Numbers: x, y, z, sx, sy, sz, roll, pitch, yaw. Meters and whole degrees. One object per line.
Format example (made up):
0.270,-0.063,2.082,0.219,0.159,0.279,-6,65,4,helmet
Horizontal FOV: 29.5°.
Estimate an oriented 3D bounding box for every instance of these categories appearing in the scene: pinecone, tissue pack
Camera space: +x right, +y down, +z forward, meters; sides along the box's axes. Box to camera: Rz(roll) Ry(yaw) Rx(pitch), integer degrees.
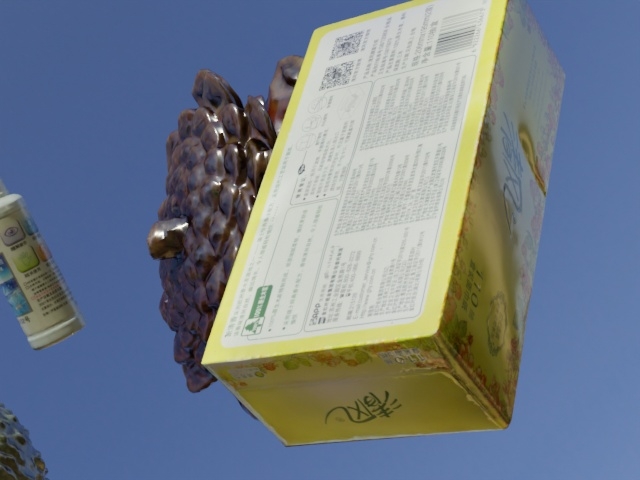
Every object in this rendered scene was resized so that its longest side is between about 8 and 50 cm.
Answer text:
0.000,0.000,0.670,0.208,0.208,0.207,-15,-60,-28,pinecone
0.031,-0.013,0.462,0.062,0.095,0.176,51,-139,-39,tissue pack

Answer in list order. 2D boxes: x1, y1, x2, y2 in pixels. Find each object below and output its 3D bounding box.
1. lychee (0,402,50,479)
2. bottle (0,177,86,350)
-0.437,0.289,1.376,0.255,0.255,0.274,-38,-35,-13,lychee
-0.289,-0.005,1.128,0.060,0.060,0.217,-27,-81,-20,bottle
